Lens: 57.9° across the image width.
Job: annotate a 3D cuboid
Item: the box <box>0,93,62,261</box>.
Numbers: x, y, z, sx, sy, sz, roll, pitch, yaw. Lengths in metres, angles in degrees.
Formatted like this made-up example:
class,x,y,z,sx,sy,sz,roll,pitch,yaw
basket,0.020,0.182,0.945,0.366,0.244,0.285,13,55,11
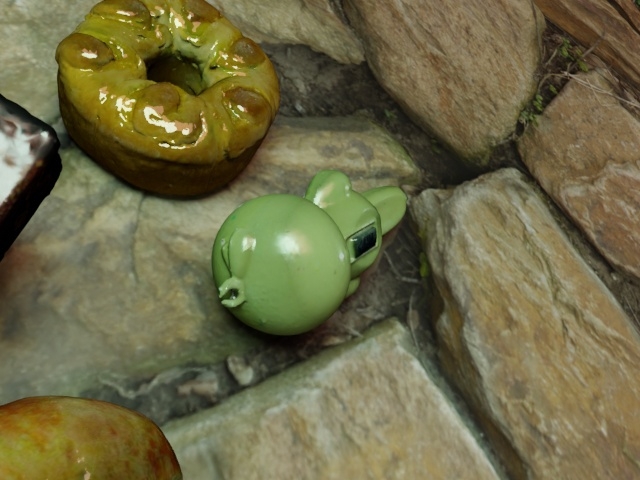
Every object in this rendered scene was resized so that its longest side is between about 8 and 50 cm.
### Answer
class,x,y,z,sx,sy,sz,roll,pitch,yaw
box,-0.356,0.042,0.275,0.264,0.116,0.415,34,63,-16

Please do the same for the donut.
class,x,y,z,sx,sy,sz,roll,pitch,yaw
donut,-0.153,-0.154,0.600,0.227,0.114,0.226,15,53,-21

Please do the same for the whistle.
class,x,y,z,sx,sy,sz,roll,pitch,yaw
whistle,-0.010,0.000,0.594,0.141,0.141,0.294,45,30,4

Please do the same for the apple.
class,x,y,z,sx,sy,sz,roll,pitch,yaw
apple,-0.176,0.179,0.326,0.160,0.173,0.195,39,45,-5
